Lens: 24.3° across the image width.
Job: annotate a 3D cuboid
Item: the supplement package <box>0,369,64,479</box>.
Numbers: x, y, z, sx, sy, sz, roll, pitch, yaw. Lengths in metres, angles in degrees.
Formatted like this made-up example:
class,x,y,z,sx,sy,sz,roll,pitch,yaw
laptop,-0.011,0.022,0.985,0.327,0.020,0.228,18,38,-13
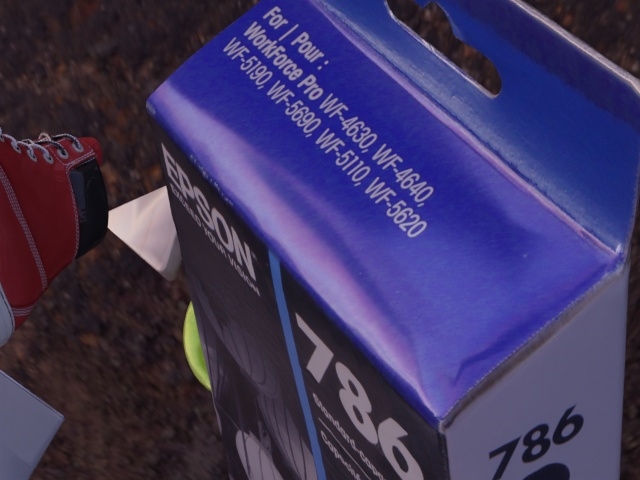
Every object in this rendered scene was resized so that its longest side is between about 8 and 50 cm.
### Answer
class,x,y,z,sx,sy,sz,roll,pitch,yaw
supplement package,-0.228,0.134,0.530,0.149,0.203,0.194,37,119,-9

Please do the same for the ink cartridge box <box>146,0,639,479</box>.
class,x,y,z,sx,sy,sz,roll,pitch,yaw
ink cartridge box,0.021,0.059,0.468,0.065,0.333,0.165,-25,43,-20

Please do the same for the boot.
class,x,y,z,sx,sy,sz,roll,pitch,yaw
boot,-0.229,-0.068,1.007,0.088,0.244,0.176,5,37,32

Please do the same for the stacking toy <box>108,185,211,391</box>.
class,x,y,z,sx,sy,sz,roll,pitch,yaw
stacking toy,0.000,0.000,1.226,0.279,0.130,0.309,-40,57,1
